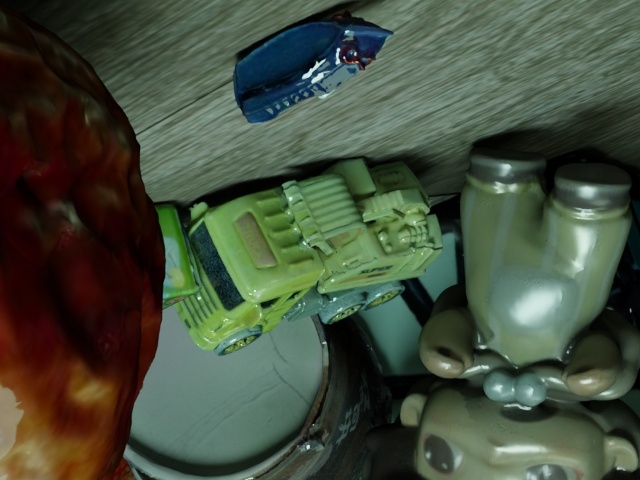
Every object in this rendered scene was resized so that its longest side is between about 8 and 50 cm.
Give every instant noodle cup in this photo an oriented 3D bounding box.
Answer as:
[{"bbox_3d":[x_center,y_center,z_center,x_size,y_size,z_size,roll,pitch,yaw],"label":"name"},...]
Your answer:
[{"bbox_3d":[-0.064,0.106,1.298,0.217,0.217,0.207,-18,164,3],"label":"instant noodle cup"}]

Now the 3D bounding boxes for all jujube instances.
[{"bbox_3d":[-0.152,0.009,0.608,0.197,0.197,0.290,-18,156,-2],"label":"jujube"}]

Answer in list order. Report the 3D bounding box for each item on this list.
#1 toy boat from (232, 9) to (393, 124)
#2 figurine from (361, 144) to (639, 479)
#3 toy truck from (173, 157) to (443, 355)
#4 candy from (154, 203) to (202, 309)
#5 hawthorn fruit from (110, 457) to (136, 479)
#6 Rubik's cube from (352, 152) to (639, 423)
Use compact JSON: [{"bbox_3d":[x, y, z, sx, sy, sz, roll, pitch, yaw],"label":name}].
[{"bbox_3d":[-0.004,-0.078,0.806,0.083,0.038,0.038,-23,170,27],"label":"toy boat"},{"bbox_3d":[0.136,0.125,1.238,0.248,0.381,0.203,9,-160,16],"label":"figurine"},{"bbox_3d":[0.000,0.000,1.140,0.191,0.085,0.116,-14,161,-40],"label":"toy truck"},{"bbox_3d":[-0.175,0.028,1.044,0.194,0.062,0.097,-10,168,-45],"label":"candy"},{"bbox_3d":[-0.235,0.172,1.499,0.188,0.169,0.169,-16,171,-17],"label":"hawthorn fruit"},{"bbox_3d":[0.171,0.111,1.504,0.293,0.288,0.283,-19,170,16],"label":"Rubik's cube"}]
